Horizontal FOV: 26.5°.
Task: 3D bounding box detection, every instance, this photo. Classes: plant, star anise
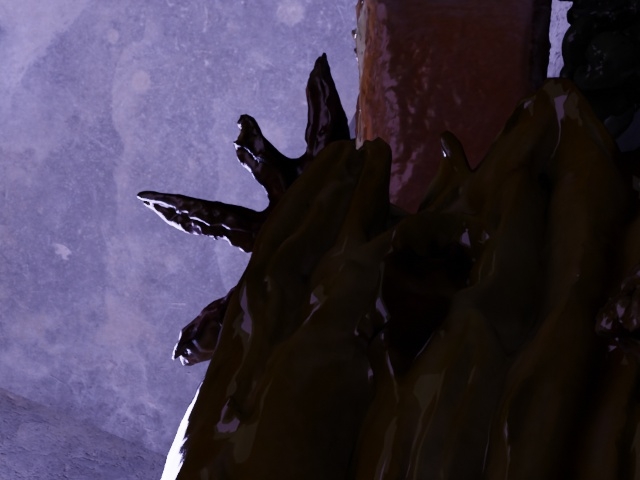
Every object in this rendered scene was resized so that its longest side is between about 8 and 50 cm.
[{"bbox_3d":[0.170,-0.116,0.761,0.174,0.087,0.085,-66,-36,-50],"label":"plant"},{"bbox_3d":[-0.001,-0.001,0.965,0.288,0.288,0.088,-66,-24,4],"label":"star anise"}]

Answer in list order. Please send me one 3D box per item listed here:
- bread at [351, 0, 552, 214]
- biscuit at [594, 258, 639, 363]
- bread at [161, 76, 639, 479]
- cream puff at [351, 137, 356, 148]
[{"bbox_3d":[0.076,-0.061,0.818,0.190,0.123,0.244,87,-173,-69],"label":"bread"},{"bbox_3d":[0.159,-0.038,0.409,0.199,0.034,0.064,-46,-1,-19],"label":"biscuit"},{"bbox_3d":[0.022,0.130,0.545,0.370,0.191,0.314,117,173,-47],"label":"bread"},{"bbox_3d":[0.035,-0.006,1.069,0.183,0.169,0.183,-156,90,-84],"label":"cream puff"}]
